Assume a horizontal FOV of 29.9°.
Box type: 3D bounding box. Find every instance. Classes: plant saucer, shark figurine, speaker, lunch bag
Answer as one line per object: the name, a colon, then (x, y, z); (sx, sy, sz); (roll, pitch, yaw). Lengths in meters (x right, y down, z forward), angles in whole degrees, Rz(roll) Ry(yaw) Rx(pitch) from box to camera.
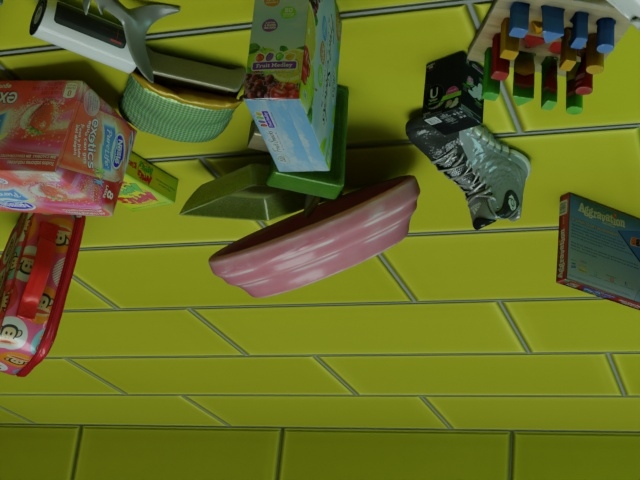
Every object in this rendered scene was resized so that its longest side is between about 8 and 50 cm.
plant saucer: (0.000, 0.000, 1.780); (0.332, 0.084, 0.332); (-22, -174, 3)
plant saucer: (-0.094, -0.076, 1.861); (0.188, 0.045, 0.188); (3, 165, -43)
shark figurine: (-0.239, -0.287, 1.352); (0.166, 0.116, 0.278); (11, 155, -8)
speaker: (-0.292, -0.258, 1.506); (0.136, 0.055, 0.055); (20, 154, -29)
lunch bag: (-0.495, 0.073, 2.053); (0.120, 0.293, 0.258); (19, 155, -18)

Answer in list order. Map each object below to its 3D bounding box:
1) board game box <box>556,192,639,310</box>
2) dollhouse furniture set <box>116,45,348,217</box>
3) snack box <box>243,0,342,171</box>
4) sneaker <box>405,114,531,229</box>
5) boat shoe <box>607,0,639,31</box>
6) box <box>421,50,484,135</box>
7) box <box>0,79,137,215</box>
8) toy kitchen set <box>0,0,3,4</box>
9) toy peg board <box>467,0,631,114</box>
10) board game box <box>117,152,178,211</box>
board game box: (0.490, 0.033, 1.894); (0.281, 0.145, 0.027); (18, 157, -26)
dollhouse furniture set: (-0.131, -0.132, 1.642); (0.302, 0.151, 0.197); (11, 157, -12)
snack box: (-0.027, -0.207, 1.361); (0.070, 0.207, 0.174); (1, 156, 12)
sneaker: (0.212, -0.087, 1.689); (0.229, 0.132, 0.086); (21, 153, -32)
boat shoe: (0.389, -0.251, 1.307); (0.258, 0.084, 0.095); (15, 156, -22)
box: (0.169, -0.186, 1.523); (0.062, 0.083, 0.052); (-14, 149, 40)
box: (-0.435, -0.130, 1.699); (0.300, 0.142, 0.154); (4, 159, 25)
toy kitchen set: (-0.407, -0.315, 1.308); (0.166, 0.122, 0.207); (-4, 155, 24)
toy peg board: (0.271, -0.220, 1.423); (0.161, 0.079, 0.160); (8, 158, -7)
board game box: (-0.320, -0.105, 1.898); (0.092, 0.043, 0.181); (-10, 153, 33)
